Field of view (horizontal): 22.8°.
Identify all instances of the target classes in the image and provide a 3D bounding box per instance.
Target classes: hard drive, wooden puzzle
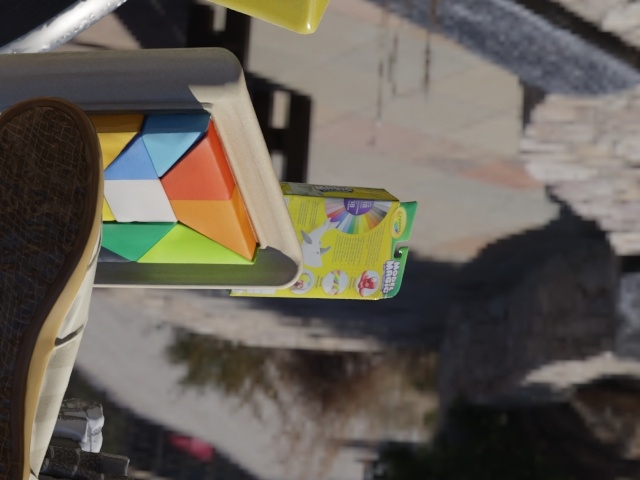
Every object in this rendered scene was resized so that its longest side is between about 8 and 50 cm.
[{"bbox_3d":[-0.315,-0.301,1.748,0.255,0.172,0.054,-31,167,7],"label":"hard drive"},{"bbox_3d":[-0.142,-0.044,1.235,0.221,0.044,0.238,0,136,16],"label":"wooden puzzle"}]

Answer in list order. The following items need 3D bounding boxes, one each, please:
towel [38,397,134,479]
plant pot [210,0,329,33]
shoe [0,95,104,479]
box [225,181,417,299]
[{"bbox_3d":[-0.258,0.210,0.930,0.284,0.235,0.121,10,-170,-29],"label":"towel"},{"bbox_3d":[-0.060,-0.366,1.557,0.212,0.212,0.187,20,144,5],"label":"plant pot"},{"bbox_3d":[-0.151,0.038,0.755,0.076,0.219,0.058,12,167,0],"label":"shoe"},{"bbox_3d":[0.000,0.000,1.485,0.179,0.105,0.043,4,-160,-23],"label":"box"}]
